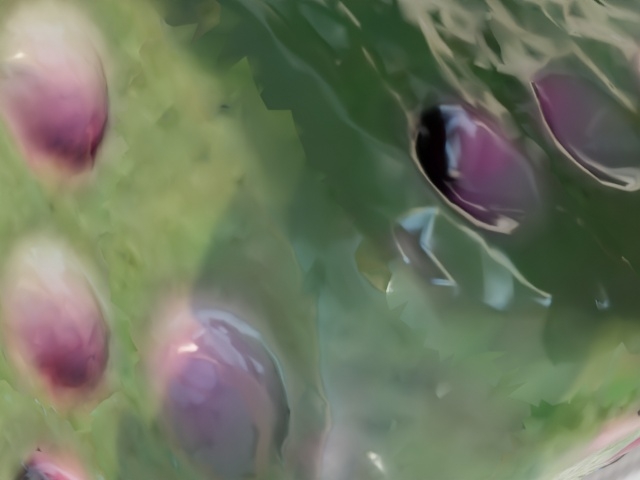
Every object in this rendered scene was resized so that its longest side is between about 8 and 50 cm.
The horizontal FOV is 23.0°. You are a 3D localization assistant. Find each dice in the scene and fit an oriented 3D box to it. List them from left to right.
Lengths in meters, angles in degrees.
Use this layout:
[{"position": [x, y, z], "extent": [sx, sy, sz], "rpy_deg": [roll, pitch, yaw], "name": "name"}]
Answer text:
[{"position": [0.000, 0.000, 0.751], "extent": [0.322, 0.318, 0.330], "rpy_deg": [-17, 161, -47], "name": "dice"}]

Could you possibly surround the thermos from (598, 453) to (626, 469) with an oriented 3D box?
[{"position": [0.199, 0.088, 1.161], "extent": [0.136, 0.330, 0.109], "rpy_deg": [-15, -109, 6], "name": "thermos"}]
